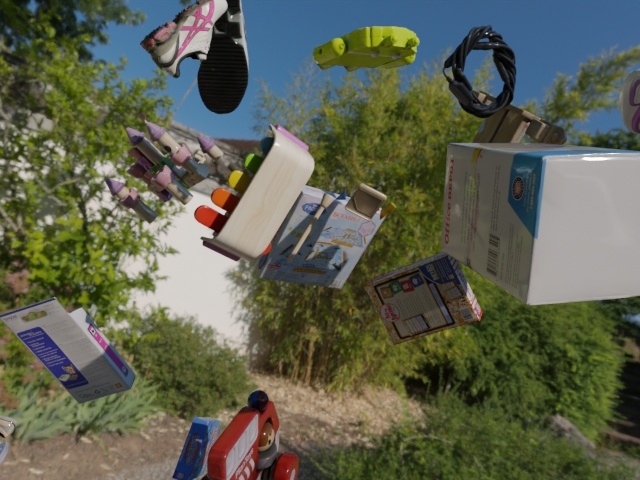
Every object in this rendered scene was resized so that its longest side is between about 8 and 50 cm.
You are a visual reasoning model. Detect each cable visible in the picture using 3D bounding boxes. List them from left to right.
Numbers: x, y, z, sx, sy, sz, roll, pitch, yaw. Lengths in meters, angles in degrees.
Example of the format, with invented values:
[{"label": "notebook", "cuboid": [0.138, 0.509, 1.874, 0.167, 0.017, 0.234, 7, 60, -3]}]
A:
[{"label": "cable", "cuboid": [0.328, -0.334, 0.969, 0.185, 0.150, 0.047, 31, 0, -31]}]

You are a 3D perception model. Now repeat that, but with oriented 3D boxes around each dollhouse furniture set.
[{"label": "dollhouse furniture set", "cuboid": [0.440, -0.147, 1.138, 0.174, 0.303, 0.355, 13, 26, -23]}]

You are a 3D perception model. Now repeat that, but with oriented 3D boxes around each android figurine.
[{"label": "android figurine", "cuboid": [0.113, -0.448, 1.146, 0.249, 0.056, 0.273, -8, 11, -33]}]

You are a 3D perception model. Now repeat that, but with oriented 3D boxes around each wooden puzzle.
[{"label": "wooden puzzle", "cuboid": [0.099, -0.083, 1.053, 0.116, 0.078, 0.014, 32, 31, -16]}]

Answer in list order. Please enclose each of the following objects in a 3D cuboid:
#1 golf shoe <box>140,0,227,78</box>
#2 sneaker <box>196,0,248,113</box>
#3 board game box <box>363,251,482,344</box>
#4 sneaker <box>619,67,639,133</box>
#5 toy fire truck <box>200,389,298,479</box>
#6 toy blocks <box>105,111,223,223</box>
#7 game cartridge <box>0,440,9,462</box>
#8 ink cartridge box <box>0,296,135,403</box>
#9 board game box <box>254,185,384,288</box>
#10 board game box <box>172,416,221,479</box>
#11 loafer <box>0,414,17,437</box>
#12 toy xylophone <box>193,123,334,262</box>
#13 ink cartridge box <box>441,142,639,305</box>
[{"label": "golf shoe", "cuboid": [-0.224, -0.361, 0.848, 0.068, 0.186, 0.086, 6, -40, 52]}, {"label": "sneaker", "cuboid": [-0.228, -0.474, 1.153, 0.123, 0.330, 0.146, 4, 34, -8]}, {"label": "board game box", "cuboid": [0.207, 0.119, 0.990, 0.194, 0.146, 0.045, -24, 6, 30]}, {"label": "sneaker", "cuboid": [0.684, -0.286, 0.983, 0.305, 0.152, 0.114, 15, -33, -36]}, {"label": "toy fire truck", "cuboid": [-0.158, 0.482, 1.077, 0.170, 0.253, 0.302, 8, 17, 16]}, {"label": "toy blocks", "cuboid": [-0.515, -0.264, 1.533, 0.289, 0.308, 0.260, -19, -54, 41]}, {"label": "game cartridge", "cuboid": [-0.682, 0.452, 1.001, 0.056, 0.017, 0.083, -18, 17, -13]}, {"label": "ink cartridge box", "cuboid": [-0.694, 0.302, 1.349, 0.176, 0.069, 0.370, -18, -57, 8]}, {"label": "board game box", "cuboid": [0.000, 0.000, 1.519, 0.319, 0.317, 0.065, 12, 30, -34]}, {"label": "board game box", "cuboid": [-0.348, 0.592, 1.384, 0.047, 0.160, 0.210, 16, -19, 4]}, {"label": "loafer", "cuboid": [-0.733, 0.401, 1.053, 0.125, 0.045, 0.039, 11, 34, -4]}, {"label": "toy xylophone", "cuboid": [-0.114, -0.079, 1.080, 0.236, 0.322, 0.081, 41, -4, -37]}, {"label": "ink cartridge box", "cuboid": [0.335, -0.046, 0.748, 0.198, 0.197, 0.270, -3, 15, -10]}]
